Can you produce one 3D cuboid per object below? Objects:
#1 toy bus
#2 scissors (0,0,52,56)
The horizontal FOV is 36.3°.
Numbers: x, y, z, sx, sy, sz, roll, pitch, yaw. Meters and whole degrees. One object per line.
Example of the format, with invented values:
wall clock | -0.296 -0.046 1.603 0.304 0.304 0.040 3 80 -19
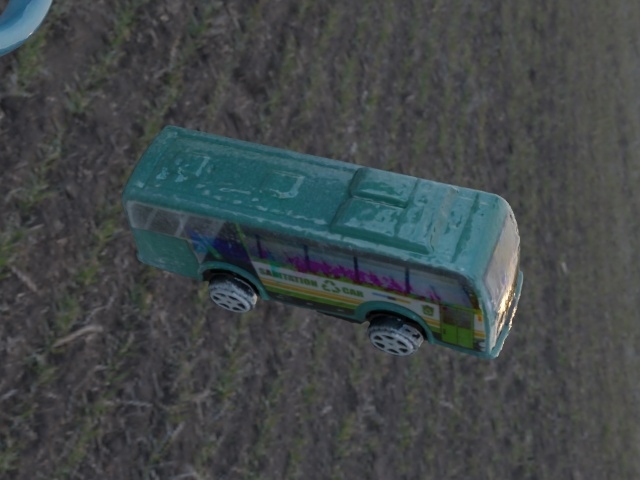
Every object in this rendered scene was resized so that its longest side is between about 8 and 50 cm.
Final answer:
toy bus | 0.000 0.000 0.641 0.109 0.261 0.091 79 28 -51
scissors | -0.213 -0.006 0.342 0.192 0.029 0.447 35 57 -47
